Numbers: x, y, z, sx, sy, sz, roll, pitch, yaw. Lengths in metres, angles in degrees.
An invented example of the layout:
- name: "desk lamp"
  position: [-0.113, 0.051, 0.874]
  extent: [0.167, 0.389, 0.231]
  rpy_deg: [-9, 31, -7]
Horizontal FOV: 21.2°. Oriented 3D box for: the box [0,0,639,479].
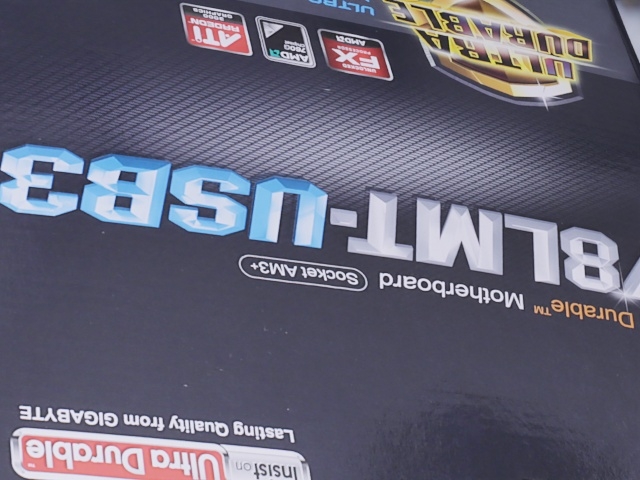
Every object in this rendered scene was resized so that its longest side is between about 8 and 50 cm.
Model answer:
- name: "box"
  position: [0.000, 0.000, 0.579]
  extent: [0.296, 0.073, 0.293]
  rpy_deg: [9, 44, -23]
